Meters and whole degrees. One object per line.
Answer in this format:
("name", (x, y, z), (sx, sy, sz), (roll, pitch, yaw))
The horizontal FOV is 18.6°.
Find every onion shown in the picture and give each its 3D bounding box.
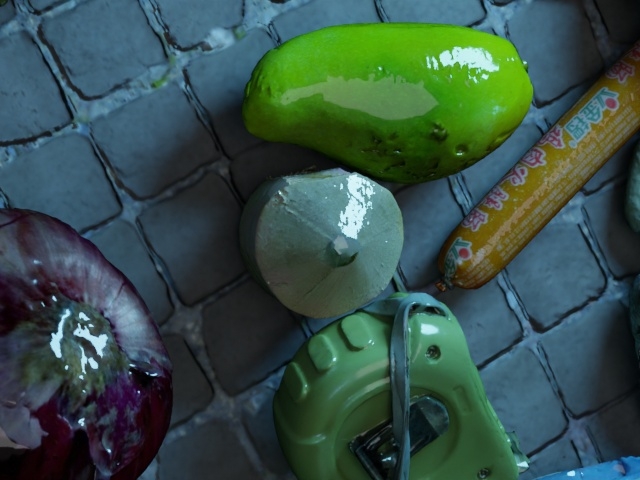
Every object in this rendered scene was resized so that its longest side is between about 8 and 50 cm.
("onion", (-0.229, 0.105, 1.374), (0.252, 0.219, 0.252), (30, 42, -32))

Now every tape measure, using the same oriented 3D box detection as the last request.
("tape measure", (0.054, 0.133, 1.495), (0.175, 0.106, 0.200), (-25, 130, -3))

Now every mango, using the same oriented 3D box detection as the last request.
("mango", (0.049, -0.104, 1.491), (0.233, 0.111, 0.125), (-7, 90, -19))

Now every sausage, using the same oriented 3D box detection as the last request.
("sausage", (0.214, -0.083, 1.575), (0.348, 0.053, 0.053), (-45, 106, -10))

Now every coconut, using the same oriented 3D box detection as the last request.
("coconut", (0.000, 0.000, 1.475), (0.116, 0.122, 0.116), (-1, 95, -17))

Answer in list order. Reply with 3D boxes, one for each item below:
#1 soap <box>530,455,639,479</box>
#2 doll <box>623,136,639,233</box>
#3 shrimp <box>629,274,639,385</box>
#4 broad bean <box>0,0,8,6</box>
("soap", (0.228, 0.300, 1.506), (0.156, 0.293, 0.077), (-15, 136, 4))
("doll", (0.328, -0.004, 1.608), (0.214, 0.071, 0.103), (43, 80, -13))
("shrimp", (0.311, 0.126, 1.613), (0.090, 0.079, 0.233), (-27, 107, -9))
("broad bean", (-0.154, -0.285, 1.435), (0.077, 0.061, 0.339), (36, 82, -5))
